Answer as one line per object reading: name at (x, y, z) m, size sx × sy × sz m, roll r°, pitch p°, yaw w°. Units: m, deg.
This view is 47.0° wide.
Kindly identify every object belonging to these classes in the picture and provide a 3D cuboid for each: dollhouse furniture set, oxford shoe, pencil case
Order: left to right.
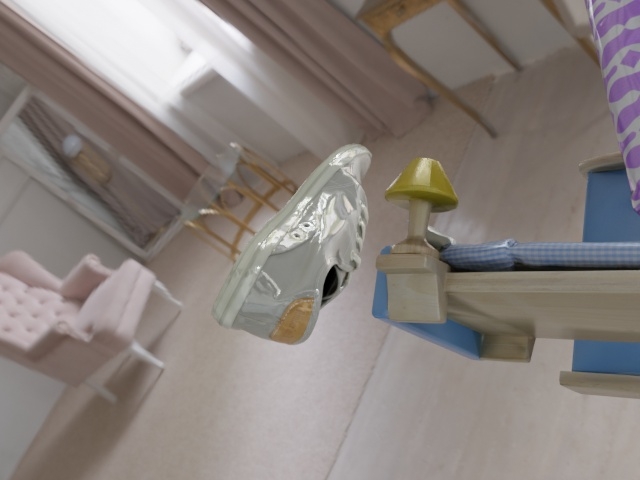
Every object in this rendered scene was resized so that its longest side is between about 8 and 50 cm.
oxford shoe at (0.000, 0.000, 1.015) m, size 0.169 × 0.130 × 0.449 m, roll -64°, pitch -5°, yaw 33°
pencil case at (0.252, -0.117, 0.532) m, size 0.088 × 0.086 × 0.206 m, roll -8°, pitch 75°, yaw 10°
dollhouse furniture set at (0.229, -0.014, 0.466) m, size 0.286 × 0.303 × 0.198 m, roll -4°, pitch 70°, yaw 40°
